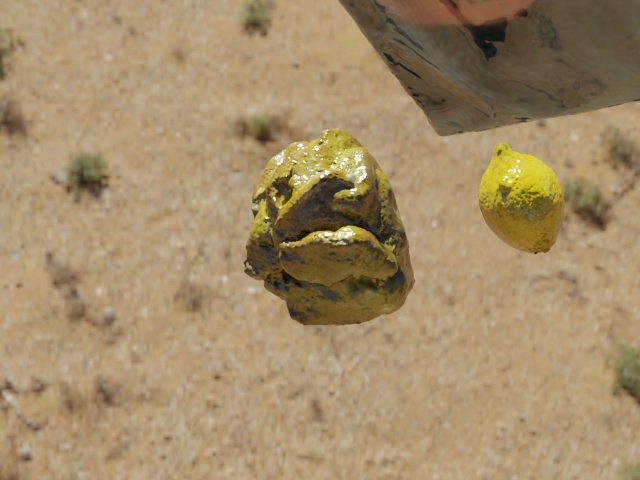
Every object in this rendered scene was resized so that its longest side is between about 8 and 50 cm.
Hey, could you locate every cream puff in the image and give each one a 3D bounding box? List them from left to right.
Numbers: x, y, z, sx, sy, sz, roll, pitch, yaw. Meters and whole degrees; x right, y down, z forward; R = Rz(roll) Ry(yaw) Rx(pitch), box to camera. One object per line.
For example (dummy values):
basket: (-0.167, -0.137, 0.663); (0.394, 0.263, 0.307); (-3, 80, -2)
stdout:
cream puff: (0.014, -0.007, 1.784); (0.196, 0.244, 0.244); (-17, 40, 21)

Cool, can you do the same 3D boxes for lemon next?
lemon: (0.153, -0.032, 1.168); (0.065, 0.092, 0.065); (-25, 10, 5)

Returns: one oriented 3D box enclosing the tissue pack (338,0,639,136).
tissue pack: (0.125, -0.153, 0.407); (0.315, 0.228, 0.103); (-11, 50, 30)
